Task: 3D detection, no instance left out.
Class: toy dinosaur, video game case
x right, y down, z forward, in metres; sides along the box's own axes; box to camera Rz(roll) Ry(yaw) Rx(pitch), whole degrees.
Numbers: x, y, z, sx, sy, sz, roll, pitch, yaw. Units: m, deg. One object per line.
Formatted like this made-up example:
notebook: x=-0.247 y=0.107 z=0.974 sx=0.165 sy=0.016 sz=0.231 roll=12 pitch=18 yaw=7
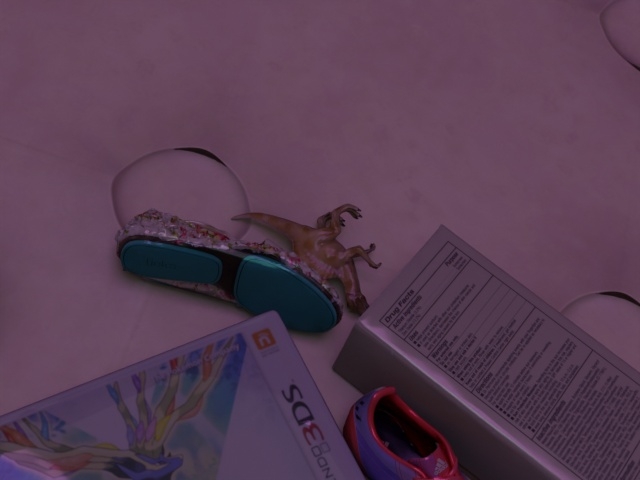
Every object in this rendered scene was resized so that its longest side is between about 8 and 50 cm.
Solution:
toy dinosaur: x=0.000 y=0.000 z=1.146 sx=0.183 sy=0.053 sz=0.092 roll=40 pitch=60 yaw=11
video game case: x=-0.121 y=0.246 z=0.965 sx=0.329 sy=0.036 sz=0.300 roll=-21 pitch=67 yaw=-21

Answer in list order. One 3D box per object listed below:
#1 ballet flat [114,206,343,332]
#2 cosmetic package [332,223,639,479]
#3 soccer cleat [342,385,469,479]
ballet flat: x=-0.087 y=0.021 z=1.098 sx=0.241 sy=0.091 sz=0.077 roll=20 pitch=36 yaw=-5
cosmetic package: x=0.185 y=0.148 z=1.066 sx=0.309 sy=0.113 sz=0.160 roll=38 pitch=58 yaw=11
soccer cleat: x=0.115 y=0.241 z=1.001 sx=0.083 sy=0.095 sz=0.248 roll=-33 pitch=71 yaw=-28
